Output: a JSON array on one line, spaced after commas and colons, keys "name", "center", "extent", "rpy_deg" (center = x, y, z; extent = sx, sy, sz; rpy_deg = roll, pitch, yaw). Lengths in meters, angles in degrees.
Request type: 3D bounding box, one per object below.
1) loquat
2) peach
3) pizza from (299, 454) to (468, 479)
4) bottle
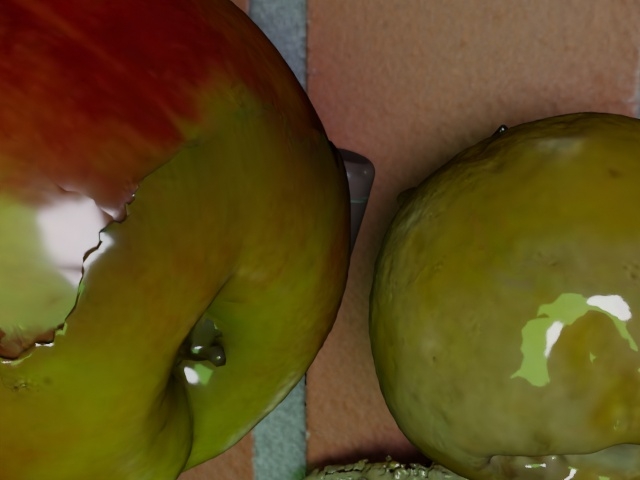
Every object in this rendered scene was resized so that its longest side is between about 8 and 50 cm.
[{"name": "loquat", "center": [0.141, 0.031, 0.479], "extent": [0.243, 0.244, 0.244], "rpy_deg": [4, 107, 14]}, {"name": "peach", "center": [-0.171, -0.018, 0.479], "extent": [0.370, 0.370, 0.370], "rpy_deg": [4, 107, 14]}, {"name": "pizza", "center": [0.116, 0.249, 0.608], "extent": [0.297, 0.071, 0.189], "rpy_deg": [30, 138, 11]}, {"name": "bottle", "center": [0.000, 0.000, 0.599], "extent": [0.053, 0.053, 0.140], "rpy_deg": [19, 110, 10]}]
